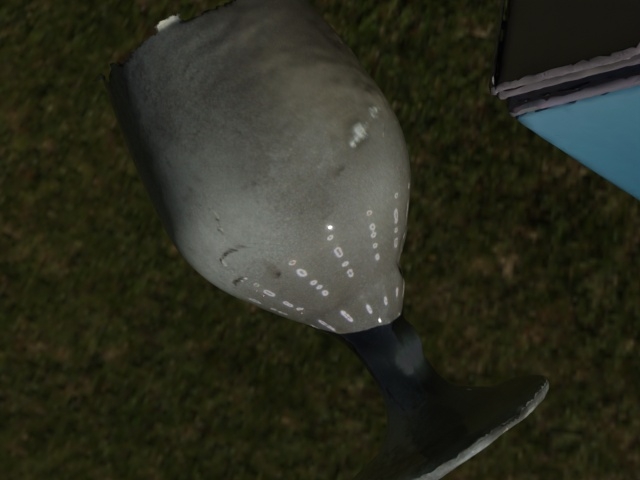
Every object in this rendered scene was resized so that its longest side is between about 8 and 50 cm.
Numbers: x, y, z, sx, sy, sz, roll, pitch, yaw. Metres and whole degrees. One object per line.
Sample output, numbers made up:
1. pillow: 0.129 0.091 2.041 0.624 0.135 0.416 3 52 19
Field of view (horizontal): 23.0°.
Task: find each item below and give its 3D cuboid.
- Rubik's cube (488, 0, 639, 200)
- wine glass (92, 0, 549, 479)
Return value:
1. Rubik's cube: 0.229 -0.123 0.586 0.231 0.221 0.224 26 153 -38
2. wine glass: 0.000 0.000 0.742 0.126 0.126 0.241 -32 91 33
